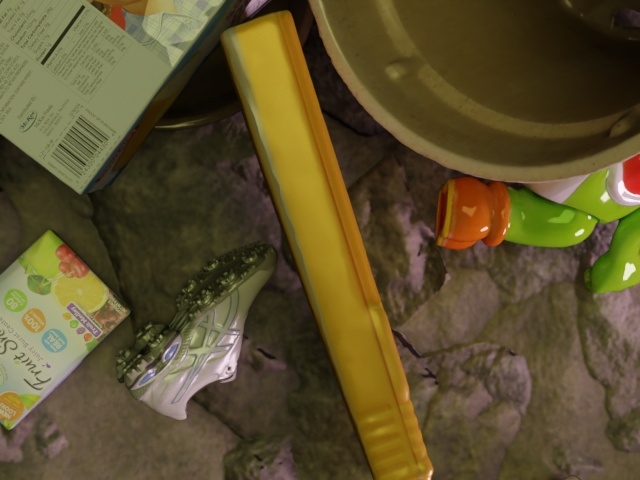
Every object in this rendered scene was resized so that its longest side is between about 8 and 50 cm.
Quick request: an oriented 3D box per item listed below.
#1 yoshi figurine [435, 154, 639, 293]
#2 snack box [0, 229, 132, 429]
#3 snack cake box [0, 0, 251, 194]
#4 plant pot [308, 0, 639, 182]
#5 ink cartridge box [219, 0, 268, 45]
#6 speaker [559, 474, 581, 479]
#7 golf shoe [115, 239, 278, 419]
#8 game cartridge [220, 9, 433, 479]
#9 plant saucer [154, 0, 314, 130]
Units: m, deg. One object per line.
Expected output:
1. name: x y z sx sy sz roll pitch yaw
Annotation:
1. yoshi figurine: 0.285 -0.070 0.903 0.362 0.204 0.203 0 47 5
2. snack box: -0.245 0.075 0.851 0.141 0.037 0.100 -44 94 -8
3. snack cake box: -0.135 -0.181 0.679 0.152 0.089 0.264 39 97 -2
4. plant pot: 0.205 -0.240 0.756 0.305 0.333 0.334 -26 92 -50
5. ink cartridge box: -0.102 -0.283 0.808 0.353 0.119 0.207 -43 96 -9
6. speaker: 0.180 0.263 0.903 0.136 0.055 0.055 -21 91 -10
7. golf shoe: -0.093 0.078 0.873 0.176 0.069 0.086 -44 115 -5
8. game cartridge: 0.000 0.000 0.748 0.052 0.285 0.324 -20 100 -2
9. plant saucer: -0.140 -0.232 0.881 0.277 0.041 0.278 1 87 -10
